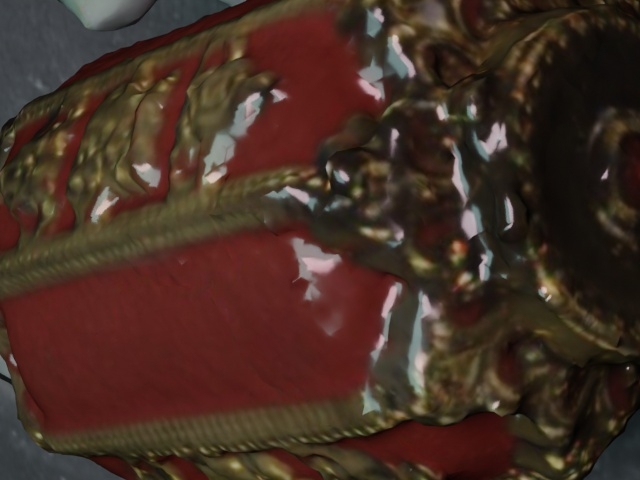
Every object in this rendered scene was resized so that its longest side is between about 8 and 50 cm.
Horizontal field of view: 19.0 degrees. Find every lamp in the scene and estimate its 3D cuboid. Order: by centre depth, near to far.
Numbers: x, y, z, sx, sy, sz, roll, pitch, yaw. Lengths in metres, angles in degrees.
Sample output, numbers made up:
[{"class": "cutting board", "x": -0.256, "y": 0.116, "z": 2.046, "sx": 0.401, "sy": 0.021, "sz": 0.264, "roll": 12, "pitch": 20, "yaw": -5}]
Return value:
[{"class": "lamp", "x": 0.000, "y": 0.000, "z": 0.613, "sx": 0.274, "sy": 0.177, "sz": 0.177, "roll": -12, "pitch": 89, "yaw": 52}]

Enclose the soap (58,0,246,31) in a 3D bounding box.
[{"class": "soap", "x": -0.002, "y": -0.248, "z": 0.601, "sx": 0.347, "sy": 0.115, "sz": 0.208, "roll": -45, "pitch": 65, "yaw": 44}]
